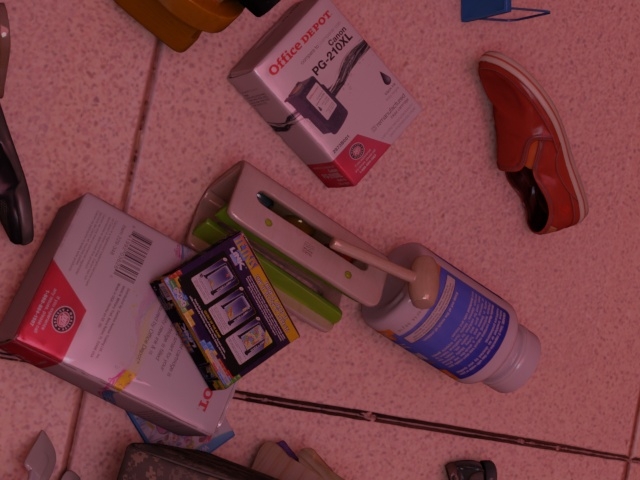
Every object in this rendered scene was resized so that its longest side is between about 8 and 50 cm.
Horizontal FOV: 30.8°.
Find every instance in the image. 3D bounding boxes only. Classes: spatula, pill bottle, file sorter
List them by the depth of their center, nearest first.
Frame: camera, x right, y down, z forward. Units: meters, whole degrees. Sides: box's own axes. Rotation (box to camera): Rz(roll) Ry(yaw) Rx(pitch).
[{"bbox_3d":[-0.349,0.374,1.533,0.019,0.242,0.168,-27,109,14],"label":"spatula"},{"bbox_3d":[0.211,0.131,1.820,0.272,0.152,0.152,34,77,-23],"label":"pill bottle"},{"bbox_3d":[0.300,-0.441,1.867,0.105,0.118,0.170,-3,93,-30],"label":"file sorter"}]

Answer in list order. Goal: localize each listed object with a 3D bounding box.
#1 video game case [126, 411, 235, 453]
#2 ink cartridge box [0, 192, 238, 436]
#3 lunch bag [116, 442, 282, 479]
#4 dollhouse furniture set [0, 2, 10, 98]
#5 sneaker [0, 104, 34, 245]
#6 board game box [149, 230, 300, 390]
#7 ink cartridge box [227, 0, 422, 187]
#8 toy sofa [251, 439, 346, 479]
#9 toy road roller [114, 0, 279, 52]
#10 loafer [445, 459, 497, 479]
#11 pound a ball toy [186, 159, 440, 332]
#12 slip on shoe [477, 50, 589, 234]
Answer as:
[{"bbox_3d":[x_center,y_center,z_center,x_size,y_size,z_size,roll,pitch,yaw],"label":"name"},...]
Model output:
[{"bbox_3d":[-0.212,0.250,1.695,0.119,0.015,0.166,-34,106,-21],"label":"video game case"},{"bbox_3d":[-0.254,0.108,1.591,0.306,0.131,0.226,32,67,-23],"label":"ink cartridge box"},{"bbox_3d":[-0.142,0.431,1.545,0.212,0.305,0.256,29,77,-63],"label":"lunch bag"},{"bbox_3d":[-0.532,-0.219,1.316,0.362,0.256,0.394,-7,70,-23],"label":"dollhouse furniture set"},{"bbox_3d":[-0.460,-0.089,1.529,0.130,0.087,0.227,-22,98,-22],"label":"sneaker"},{"bbox_3d":[-0.127,0.094,1.566,0.141,0.048,0.170,-33,98,-34],"label":"board game box"},{"bbox_3d":[0.008,-0.221,1.739,0.237,0.100,0.172,47,72,-19],"label":"ink cartridge box"},{"bbox_3d":[-0.082,0.486,1.704,0.362,0.177,0.150,-53,142,-15],"label":"toy sofa"},{"bbox_3d":[-0.158,-0.416,1.630,0.202,0.241,0.329,40,38,-21],"label":"toy road roller"},{"bbox_3d":[0.234,0.489,1.888,0.084,0.096,0.267,6,82,-6],"label":"loafer"},{"bbox_3d":[0.000,0.000,1.684,0.319,0.208,0.135,33,50,-22],"label":"pound a ball toy"},{"bbox_3d":[0.333,-0.154,1.895,0.101,0.123,0.331,-32,109,-17],"label":"slip on shoe"}]
